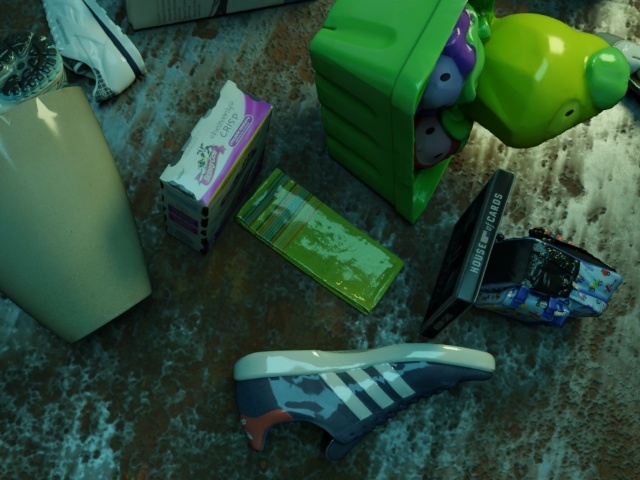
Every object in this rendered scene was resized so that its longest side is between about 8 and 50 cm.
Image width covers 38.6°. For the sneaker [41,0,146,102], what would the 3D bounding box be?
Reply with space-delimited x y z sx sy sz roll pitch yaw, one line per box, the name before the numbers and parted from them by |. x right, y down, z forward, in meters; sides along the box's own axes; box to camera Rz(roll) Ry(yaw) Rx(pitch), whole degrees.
sneaker | -0.357 -0.309 1.325 0.095 0.090 0.235 -40 81 -6

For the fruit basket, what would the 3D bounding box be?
fruit basket | 0.201 -0.193 1.213 0.392 0.392 0.283 29 73 1

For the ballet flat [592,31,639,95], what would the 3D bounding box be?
ballet flat | 0.513 -0.261 1.428 0.072 0.068 0.213 -41 83 -16

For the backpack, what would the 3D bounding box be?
backpack | 0.321 0.063 1.273 0.173 0.158 0.117 20 81 -14

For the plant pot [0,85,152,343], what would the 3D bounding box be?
plant pot | -0.345 -0.013 1.176 0.256 0.256 0.274 -32 96 -15

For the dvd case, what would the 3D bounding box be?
dvd case | 0.191 0.025 1.216 0.029 0.239 0.179 21 73 0

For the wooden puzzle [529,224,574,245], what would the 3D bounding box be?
wooden puzzle | 0.347 0.014 1.360 0.083 0.006 0.049 28 73 1

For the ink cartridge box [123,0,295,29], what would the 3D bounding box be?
ink cartridge box | -0.160 -0.466 1.367 0.307 0.129 0.223 -13 77 -11

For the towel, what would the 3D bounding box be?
towel | 0.000 0.000 1.312 0.237 0.021 0.102 36 74 3

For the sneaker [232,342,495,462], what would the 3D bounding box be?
sneaker | 0.062 0.215 1.214 0.350 0.131 0.148 -4 82 -2

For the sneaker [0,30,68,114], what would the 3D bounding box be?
sneaker | -0.459 -0.155 1.243 0.283 0.122 0.110 -37 71 -9

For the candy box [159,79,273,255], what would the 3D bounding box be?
candy box | -0.138 -0.088 1.208 0.071 0.233 0.159 31 73 2
